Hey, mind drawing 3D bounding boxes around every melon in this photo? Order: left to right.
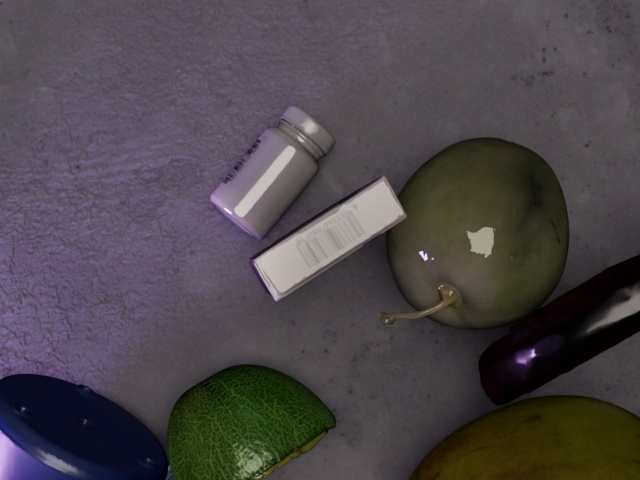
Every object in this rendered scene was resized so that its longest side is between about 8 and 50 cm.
[{"bbox_3d":[-0.101,0.248,1.695,0.265,0.129,0.169,-29,77,-35],"label":"melon"},{"bbox_3d":[0.223,-0.012,1.697,0.272,0.272,0.308,3,50,-2],"label":"melon"}]

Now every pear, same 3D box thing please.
[{"bbox_3d":[0.320,0.390,1.659,0.413,0.352,0.352,-13,87,4],"label":"pear"}]

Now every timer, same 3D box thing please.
[{"bbox_3d":[-0.410,0.409,1.679,0.270,0.270,0.383,28,99,-1],"label":"timer"}]

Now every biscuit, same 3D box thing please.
[{"bbox_3d":[0.392,0.093,1.639,0.407,0.407,0.091,-27,76,-4],"label":"biscuit"}]

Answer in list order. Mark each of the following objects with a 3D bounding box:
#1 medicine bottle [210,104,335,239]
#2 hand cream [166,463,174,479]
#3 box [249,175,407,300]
[{"bbox_3d":[-0.069,-0.101,1.778,0.103,0.103,0.186,39,85,0],"label":"medicine bottle"},{"bbox_3d":[-0.144,0.407,1.777,0.224,0.048,0.083,43,85,7],"label":"hand cream"},{"bbox_3d":[0.000,0.000,1.654,0.200,0.343,0.065,-33,92,-4],"label":"box"}]
